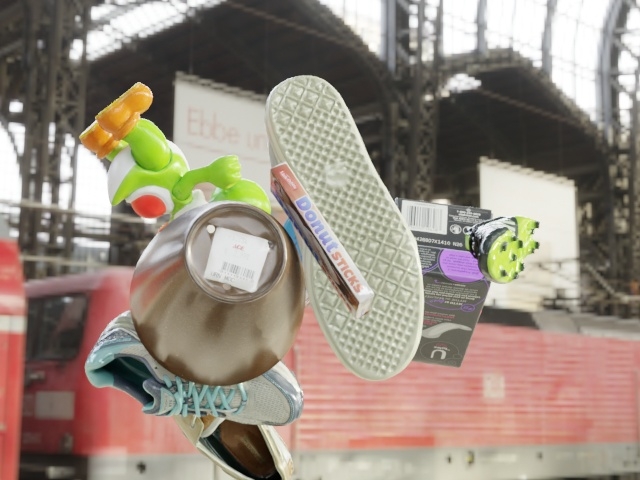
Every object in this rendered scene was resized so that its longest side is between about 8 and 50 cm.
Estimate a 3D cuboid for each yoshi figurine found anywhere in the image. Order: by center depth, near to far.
[{"bbox_3d":[-0.224,-0.106,1.806,0.203,0.362,0.203,-37,10,16],"label":"yoshi figurine"}]

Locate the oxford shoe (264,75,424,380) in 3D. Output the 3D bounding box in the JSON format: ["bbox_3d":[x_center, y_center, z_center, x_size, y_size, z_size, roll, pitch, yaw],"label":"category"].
[{"bbox_3d":[0.031,-0.018,1.513,0.169,0.449,0.130,-18,-10,-10],"label":"oxford shoe"}]

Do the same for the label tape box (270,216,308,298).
[{"bbox_3d":[-0.004,0.007,2.065,0.106,0.241,0.333,34,28,7],"label":"label tape box"}]

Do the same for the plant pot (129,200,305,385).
[{"bbox_3d":[-0.105,0.043,1.181,0.215,0.215,0.230,2,-15,-10],"label":"plant pot"}]

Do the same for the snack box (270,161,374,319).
[{"bbox_3d":[0.000,0.000,1.137,0.022,0.178,0.064,-30,-16,-12],"label":"snack box"}]

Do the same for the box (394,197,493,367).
[{"bbox_3d":[0.179,0.074,1.725,0.165,0.143,0.270,9,-37,0],"label":"box"}]

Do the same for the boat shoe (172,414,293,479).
[{"bbox_3d":[-0.146,0.226,1.434,0.302,0.113,0.103,45,-6,-11],"label":"boat shoe"}]

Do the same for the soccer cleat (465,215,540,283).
[{"bbox_3d":[0.185,0.008,1.124,0.072,0.060,0.179,3,11,22],"label":"soccer cleat"}]

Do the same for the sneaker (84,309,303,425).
[{"bbox_3d":[-0.162,0.186,1.310,0.283,0.110,0.122,15,26,13],"label":"sneaker"}]
